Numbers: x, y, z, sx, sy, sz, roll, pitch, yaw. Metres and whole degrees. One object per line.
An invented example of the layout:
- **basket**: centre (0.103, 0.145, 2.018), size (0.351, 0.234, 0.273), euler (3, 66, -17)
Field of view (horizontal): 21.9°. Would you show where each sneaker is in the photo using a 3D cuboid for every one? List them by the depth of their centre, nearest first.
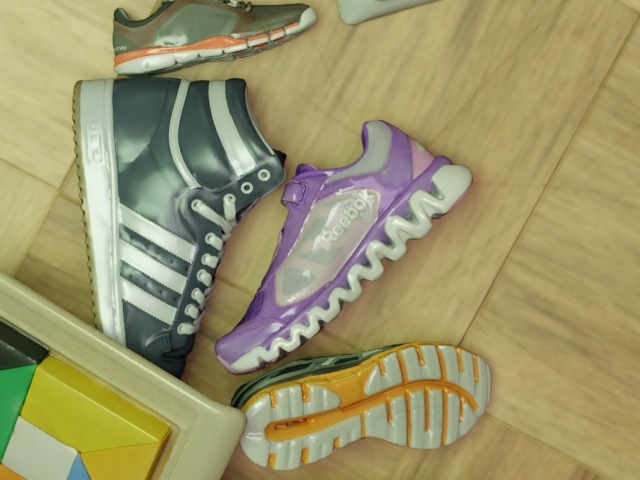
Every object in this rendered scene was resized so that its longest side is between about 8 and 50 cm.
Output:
- **sneaker**: centre (-0.093, 0.013, 1.235), size (0.153, 0.099, 0.282), euler (-7, 94, 0)
- **sneaker**: centre (-0.083, -0.167, 1.237), size (0.157, 0.061, 0.065), euler (-12, 90, -2)
- **sneaker**: centre (0.000, 0.000, 1.246), size (0.236, 0.095, 0.104), euler (-44, 91, -3)
- **sneaker**: centre (0.030, 0.116, 1.264), size (0.214, 0.083, 0.084), euler (-5, 101, -20)

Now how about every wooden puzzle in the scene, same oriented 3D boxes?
- **wooden puzzle**: centre (-0.195, 0.150, 1.208), size (0.238, 0.044, 0.221), euler (28, 125, 3)

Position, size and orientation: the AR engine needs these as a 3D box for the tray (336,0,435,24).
- **tray**: centre (0.062, -0.283, 1.181), size (0.145, 0.030, 0.270), euler (-15, 125, -2)
